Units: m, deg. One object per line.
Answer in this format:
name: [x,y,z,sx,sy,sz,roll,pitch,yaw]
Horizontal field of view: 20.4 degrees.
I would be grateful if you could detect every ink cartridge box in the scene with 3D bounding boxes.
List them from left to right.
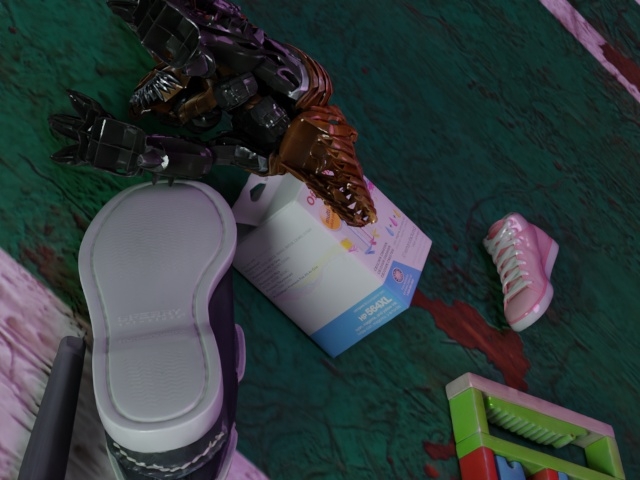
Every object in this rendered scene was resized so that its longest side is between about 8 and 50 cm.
ink cartridge box: [0.000,0.000,1.392,0.143,0.090,0.092,43,37,-16]

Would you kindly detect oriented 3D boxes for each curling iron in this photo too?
curling iron: [-0.169,0.178,1.101,0.068,0.035,0.274,31,42,-35]

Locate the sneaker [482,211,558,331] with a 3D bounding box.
sneaker: [0.174,0.024,1.608,0.070,0.051,0.134,41,34,-15]

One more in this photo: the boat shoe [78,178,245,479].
boat shoe: [-0.109,0.066,1.215,0.302,0.114,0.091,-88,174,-56]

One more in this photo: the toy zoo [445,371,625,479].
toy zoo: [0.199,0.263,1.455,0.192,0.030,0.293,22,46,-37]

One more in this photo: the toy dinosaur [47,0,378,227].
toy dinosaur: [-0.060,-0.113,1.311,0.218,0.322,0.164,8,95,-43]
